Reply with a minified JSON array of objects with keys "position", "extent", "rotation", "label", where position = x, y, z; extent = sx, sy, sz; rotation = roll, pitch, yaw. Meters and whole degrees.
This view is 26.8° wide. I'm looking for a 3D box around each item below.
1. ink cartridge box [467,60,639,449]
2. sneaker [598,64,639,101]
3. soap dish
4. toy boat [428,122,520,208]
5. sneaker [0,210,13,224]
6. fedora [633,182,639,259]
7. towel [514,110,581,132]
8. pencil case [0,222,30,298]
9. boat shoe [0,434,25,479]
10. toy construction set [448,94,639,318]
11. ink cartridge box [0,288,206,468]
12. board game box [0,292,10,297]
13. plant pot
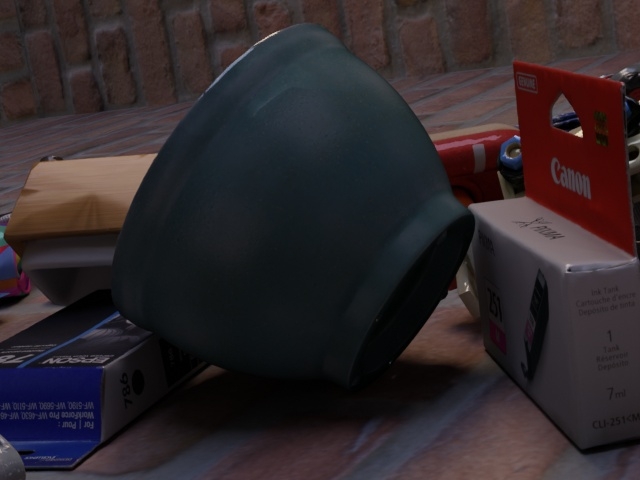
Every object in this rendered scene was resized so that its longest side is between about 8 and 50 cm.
[{"position":[0.166,-0.004,0.997],"extent":[0.060,0.239,0.275],"rotation":[-10,12,-5],"label":"ink cartridge box"},{"position":[0.337,-0.142,1.543],"extent":[0.104,0.125,0.262],"rotation":[-19,-23,2],"label":"sneaker"},{"position":[-0.157,-0.013,1.376],"extent":[0.290,0.118,0.229],"rotation":[-4,-13,-1],"label":"soap dish"},{"position":[0.142,-0.024,1.437],"extent":[0.231,0.151,0.151],"rotation":[-12,41,-11],"label":"toy boat"},{"position":[-0.335,-0.017,1.791],"extent":[0.268,0.101,0.153],"rotation":[-4,15,36],"label":"sneaker"},{"position":[0.398,-0.066,1.390],"extent":[0.275,0.124,0.244],"rotation":[-7,13,15],"label":"fedora"},{"position":[0.257,-0.104,1.742],"extent":[0.336,0.040,0.243],"rotation":[-15,-10,-29],"label":"towel"},{"position":[-0.475,0.045,1.640],"extent":[0.236,0.104,0.104],"rotation":[-13,12,-5],"label":"pencil case"},{"position":[-0.293,0.159,1.024],"extent":[0.081,0.079,0.227],"rotation":[-7,13,-36],"label":"boat shoe"},{"position":[0.265,-0.026,1.247],"extent":[0.327,0.151,0.215],"rotation":[-14,55,7],"label":"toy construction set"},{"position":[-0.207,0.111,1.192],"extent":[0.165,0.065,0.332],"rotation":[-4,14,21],"label":"ink cartridge box"},{"position":[-0.428,0.097,1.511],"extent":[0.133,0.033,0.168],"rotation":[-12,6,15],"label":"board game box"},{"position":[0.000,0.000,1.092],"extent":[0.196,0.293,0.293],"rotation":[35,30,17],"label":"plant pot"}]
